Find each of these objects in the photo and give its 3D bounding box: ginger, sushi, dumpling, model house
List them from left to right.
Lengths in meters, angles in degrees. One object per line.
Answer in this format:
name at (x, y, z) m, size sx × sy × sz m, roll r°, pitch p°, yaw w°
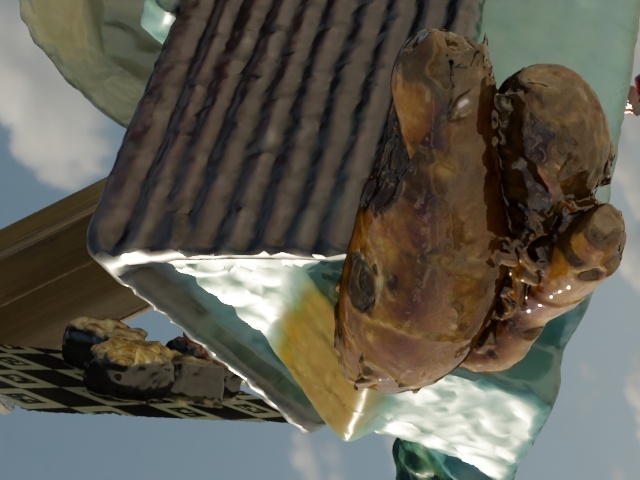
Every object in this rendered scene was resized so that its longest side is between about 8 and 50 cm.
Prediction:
sushi at (-0.145, 0.083, 1.160) m, size 0.279 × 0.192 × 0.043 m, roll 11°, pitch -85°, yaw -45°
dumpling at (-0.088, -0.178, 1.263) m, size 0.175 × 0.243 × 0.227 m, roll -12°, pitch -79°, yaw -57°
model house at (0.005, -0.025, 0.819) m, size 0.230 × 0.248 × 0.281 m, roll 104°, pitch -177°, yaw -50°
ginger at (0.065, -0.004, 0.594) m, size 0.073 × 0.103 × 0.162 m, roll -108°, pitch 21°, yaw -46°

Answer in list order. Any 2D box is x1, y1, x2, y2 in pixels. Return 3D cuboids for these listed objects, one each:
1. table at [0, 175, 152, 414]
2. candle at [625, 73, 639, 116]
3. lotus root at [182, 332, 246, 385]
table at (-0.196, 0.020, 1.329) m, size 0.167 × 0.226 × 0.167 m, roll 63°, pitch 176°, yaw 8°
candle at (0.102, -0.125, 1.237) m, size 0.048 × 0.329 × 0.051 m, roll -60°, pitch -43°, yaw -26°
lotus root at (-0.071, 0.123, 1.789) m, size 0.090 × 0.183 × 0.077 m, roll -28°, pitch -67°, yaw -59°
